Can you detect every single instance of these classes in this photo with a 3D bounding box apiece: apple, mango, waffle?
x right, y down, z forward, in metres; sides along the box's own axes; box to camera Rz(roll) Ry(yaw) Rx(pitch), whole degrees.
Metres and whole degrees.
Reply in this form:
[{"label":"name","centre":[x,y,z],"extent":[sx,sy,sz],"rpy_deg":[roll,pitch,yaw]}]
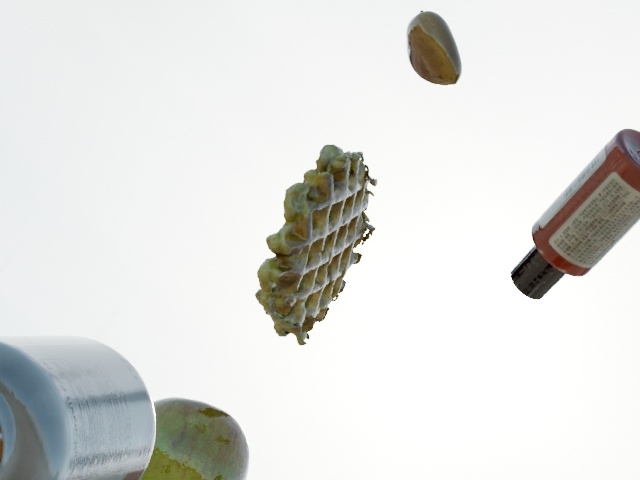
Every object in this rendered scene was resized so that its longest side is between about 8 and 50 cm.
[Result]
[{"label":"apple","centre":[-0.201,0.318,2.315],"extent":[0.196,0.196,0.196],"rpy_deg":[30,-20,13]},{"label":"mango","centre":[0.148,-0.247,2.155],"extent":[0.080,0.060,0.114],"rpy_deg":[97,-23,-58]},{"label":"waffle","centre":[0.000,0.000,2.523],"extent":[0.068,0.302,0.325],"rpy_deg":[22,-23,19]}]

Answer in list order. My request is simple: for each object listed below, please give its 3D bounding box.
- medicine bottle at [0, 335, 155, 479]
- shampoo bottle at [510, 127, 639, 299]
[{"label":"medicine bottle","centre":[-0.245,0.152,1.296],"extent":[0.157,0.157,0.289],"rpy_deg":[30,4,13]},{"label":"shampoo bottle","centre":[0.361,-0.024,2.271],"extent":[0.104,0.104,0.278],"rpy_deg":[37,-56,-4]}]
